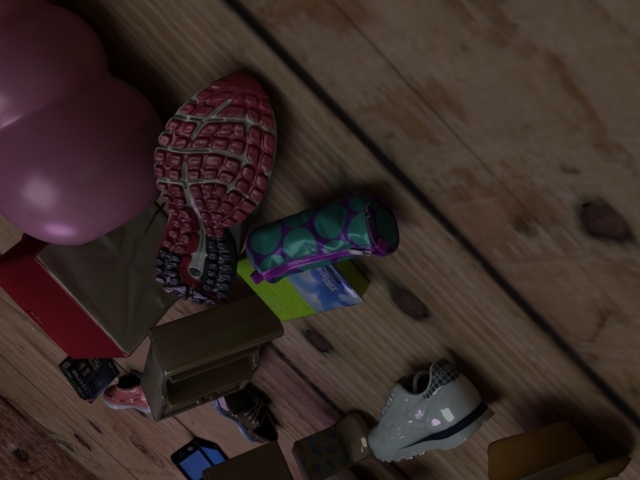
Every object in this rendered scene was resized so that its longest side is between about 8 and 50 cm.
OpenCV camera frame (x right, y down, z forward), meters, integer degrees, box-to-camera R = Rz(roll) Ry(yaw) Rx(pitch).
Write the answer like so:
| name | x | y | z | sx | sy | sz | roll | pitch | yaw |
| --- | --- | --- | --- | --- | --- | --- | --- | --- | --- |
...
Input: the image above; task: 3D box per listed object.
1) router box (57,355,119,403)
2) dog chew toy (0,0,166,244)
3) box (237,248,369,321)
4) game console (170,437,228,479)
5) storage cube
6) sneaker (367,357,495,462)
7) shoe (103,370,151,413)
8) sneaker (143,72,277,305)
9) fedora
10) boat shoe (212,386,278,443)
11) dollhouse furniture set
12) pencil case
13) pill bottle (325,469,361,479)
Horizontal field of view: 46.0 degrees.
| name | x | y | z | sx | sy | sz | roll | pitch | yaw |
| --- | --- | --- | --- | --- | --- | --- | --- | --- | --- |
| router box | -0.495 | 0.277 | 1.617 | 0.038 | 0.092 | 0.122 | 17 | 141 | 30 |
| dog chew toy | -0.312 | -0.162 | 0.829 | 0.207 | 0.206 | 0.331 | -9 | 116 | 50 |
| box | -0.023 | 0.039 | 0.909 | 0.109 | 0.042 | 0.178 | 49 | 145 | -14 |
| game console | -0.253 | 0.502 | 1.666 | 0.122 | 0.107 | 0.071 | 60 | 170 | -27 |
| storage cube | -0.317 | 0.041 | 1.076 | 0.193 | 0.183 | 0.215 | -11 | 122 | 50 |
| sneaker | 0.121 | 0.214 | 0.954 | 0.094 | 0.090 | 0.235 | 53 | 143 | 4 |
| shoe | -0.419 | 0.319 | 1.623 | 0.178 | 0.063 | 0.081 | 0 | 129 | 38 |
| sneaker | -0.122 | -0.062 | 0.838 | 0.121 | 0.112 | 0.299 | 19 | 133 | -6 |
| fedora | 0.240 | 0.249 | 0.833 | 0.194 | 0.194 | 0.079 | 117 | 138 | -56 |
| boat shoe | -0.122 | 0.289 | 1.294 | 0.066 | 0.066 | 0.183 | 8 | 145 | 33 |
| dollhouse furniture set | -0.099 | 0.312 | 1.044 | 0.394 | 0.362 | 0.256 | 64 | 154 | 19 |
| pencil case | 0.000 | 0.000 | 0.772 | 0.152 | 0.070 | 0.064 | -16 | 135 | 27 |
| pill bottle | 0.077 | 0.537 | 1.289 | 0.278 | 0.162 | 0.162 | 50 | 146 | -15 |
